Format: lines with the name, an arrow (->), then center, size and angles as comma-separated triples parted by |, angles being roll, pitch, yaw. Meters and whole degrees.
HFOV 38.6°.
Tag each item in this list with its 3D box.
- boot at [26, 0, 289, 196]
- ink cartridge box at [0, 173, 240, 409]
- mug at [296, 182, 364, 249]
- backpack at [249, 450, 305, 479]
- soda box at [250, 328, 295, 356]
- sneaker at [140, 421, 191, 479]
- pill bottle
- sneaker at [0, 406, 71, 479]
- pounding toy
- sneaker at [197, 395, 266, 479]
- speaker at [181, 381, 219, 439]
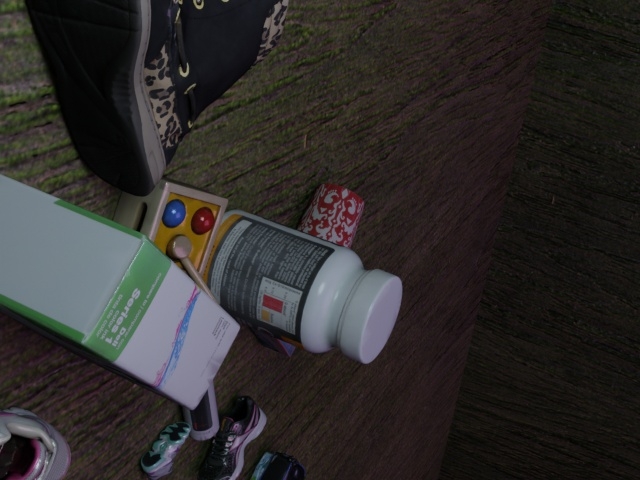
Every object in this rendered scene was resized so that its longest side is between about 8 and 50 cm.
boot -> -0.151, -0.257, 0.954 | 0.284, 0.138, 0.377 | -52, 156, -35
ink cartridge box -> -0.232, 0.062, 0.954 | 0.117, 0.201, 0.278 | -63, 158, -15
mug -> -0.006, -0.005, 1.598 | 0.113, 0.150, 0.169 | 33, 70, -31
backpack -> -0.084, 0.474, 1.812 | 0.105, 0.084, 0.114 | -63, 152, -15
soda box -> -0.084, 0.133, 1.546 | 0.058, 0.063, 0.183 | -61, 156, -20
sneaker -> -0.235, 0.329, 1.404 | 0.098, 0.038, 0.069 | -42, 148, -33
pill bottle -> -0.035, 0.068, 1.318 | 0.162, 0.278, 0.162 | -48, 149, -42
sneaker -> -0.335, 0.237, 0.984 | 0.103, 0.111, 0.252 | -65, 158, -12
pounding toy -> -0.178, 0.002, 1.125 | 0.130, 0.100, 0.141 | 14, 95, -53
sneaker -> -0.161, 0.339, 1.562 | 0.178, 0.072, 0.077 | -62, 146, -40
speaker -> -0.189, 0.248, 1.414 | 0.055, 0.055, 0.136 | -50, 151, -40
